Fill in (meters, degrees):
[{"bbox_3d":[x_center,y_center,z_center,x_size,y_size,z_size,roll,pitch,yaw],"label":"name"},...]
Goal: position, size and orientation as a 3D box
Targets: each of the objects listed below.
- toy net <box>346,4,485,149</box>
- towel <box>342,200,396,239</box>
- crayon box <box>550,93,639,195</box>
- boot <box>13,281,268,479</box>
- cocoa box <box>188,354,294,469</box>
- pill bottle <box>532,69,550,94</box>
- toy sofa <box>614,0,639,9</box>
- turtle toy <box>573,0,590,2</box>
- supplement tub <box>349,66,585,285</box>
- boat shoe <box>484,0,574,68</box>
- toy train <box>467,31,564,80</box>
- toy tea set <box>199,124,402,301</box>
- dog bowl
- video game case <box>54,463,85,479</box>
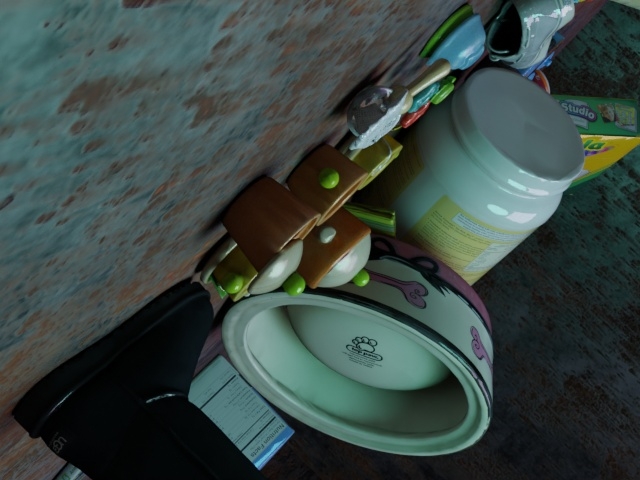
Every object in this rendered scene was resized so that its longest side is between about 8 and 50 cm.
[{"bbox_3d":[0.081,-0.145,0.848,0.232,0.045,0.122,-39,174,-40],"label":"toy net"},{"bbox_3d":[0.068,0.029,1.280,0.237,0.102,0.021,80,32,-50],"label":"towel"},{"bbox_3d":[0.465,-0.205,1.917,0.363,0.106,0.313,1,161,-14],"label":"crayon box"},{"bbox_3d":[-0.119,0.165,0.779,0.094,0.207,0.246,-49,175,33],"label":"boot"},{"bbox_3d":[-0.229,0.428,1.897,0.231,0.228,0.347,-43,175,-18],"label":"cocoa box"},{"bbox_3d":[0.335,-0.247,1.626,0.221,0.121,0.121,-41,173,-45],"label":"pill bottle"},{"bbox_3d":[0.347,-0.356,0.876,0.362,0.177,0.150,-4,114,-82],"label":"toy sofa"},{"bbox_3d":[0.345,-0.344,1.111,0.095,0.066,0.130,-42,-170,-31],"label":"turtle toy"},{"bbox_3d":[0.210,-0.075,1.315,0.241,0.241,0.331,-40,174,-44],"label":"supplement tub"},{"bbox_3d":[0.244,-0.265,1.091,0.081,0.079,0.227,-21,175,-3],"label":"boat shoe"},{"bbox_3d":[0.315,-0.286,1.411,0.184,0.080,0.105,-45,169,0],"label":"toy train"},{"bbox_3d":[0.000,0.000,0.876,0.200,0.124,0.336,-48,174,30],"label":"toy tea set"},{"bbox_3d":[0.068,0.148,1.282,0.150,0.408,0.408,-64,-173,-35],"label":"dog bowl"},{"bbox_3d":[-0.301,0.283,1.313,0.193,0.023,0.212,-48,175,28],"label":"video game case"}]
